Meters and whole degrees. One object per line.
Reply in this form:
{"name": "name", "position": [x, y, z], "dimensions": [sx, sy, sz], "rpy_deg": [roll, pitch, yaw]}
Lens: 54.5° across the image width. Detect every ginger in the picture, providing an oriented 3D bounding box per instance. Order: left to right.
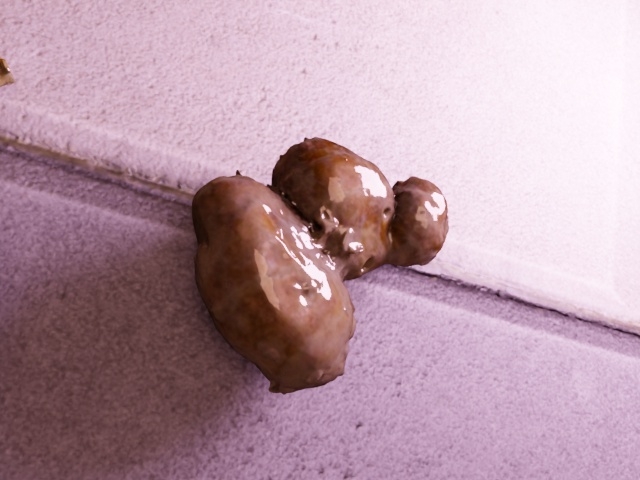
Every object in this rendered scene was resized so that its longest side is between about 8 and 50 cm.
{"name": "ginger", "position": [0.000, 0.000, 0.686], "dimensions": [0.304, 0.155, 0.244], "rpy_deg": [-41, 90, -23]}

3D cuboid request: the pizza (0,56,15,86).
{"name": "pizza", "position": [-0.471, -0.213, 0.627], "dimensions": [0.297, 0.071, 0.189], "rpy_deg": [1, 64, -22]}
